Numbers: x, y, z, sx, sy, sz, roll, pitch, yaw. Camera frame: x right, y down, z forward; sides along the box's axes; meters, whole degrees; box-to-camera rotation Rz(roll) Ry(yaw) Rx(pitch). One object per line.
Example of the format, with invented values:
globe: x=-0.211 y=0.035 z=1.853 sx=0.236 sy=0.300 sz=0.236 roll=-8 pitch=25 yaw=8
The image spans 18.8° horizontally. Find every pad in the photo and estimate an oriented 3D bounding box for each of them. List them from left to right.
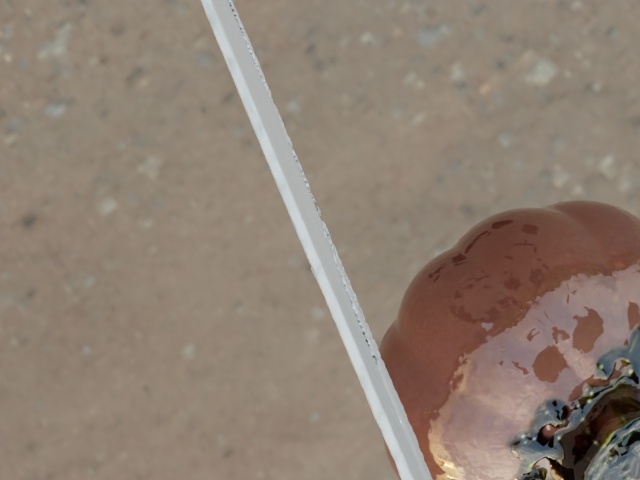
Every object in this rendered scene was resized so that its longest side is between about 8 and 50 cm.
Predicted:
pad: x=0.000 y=0.000 z=0.437 sx=0.004 sy=0.232 sz=0.156 roll=-23 pitch=171 yaw=1

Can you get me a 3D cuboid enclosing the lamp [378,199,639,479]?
lamp: x=0.197 y=0.119 z=1.579 sx=0.305 sy=0.239 sz=0.305 roll=-17 pitch=129 yaw=-23
